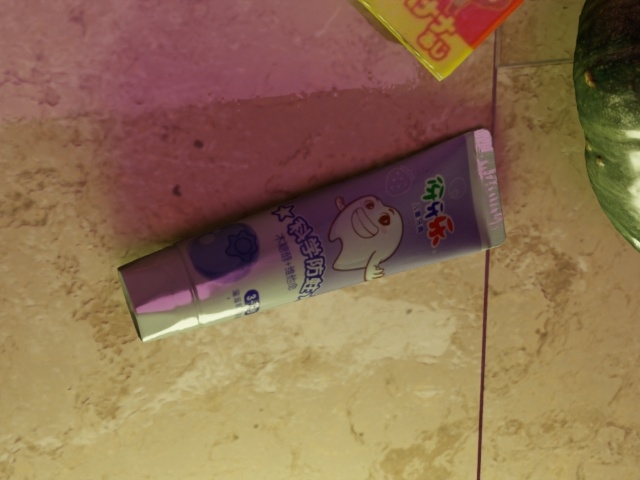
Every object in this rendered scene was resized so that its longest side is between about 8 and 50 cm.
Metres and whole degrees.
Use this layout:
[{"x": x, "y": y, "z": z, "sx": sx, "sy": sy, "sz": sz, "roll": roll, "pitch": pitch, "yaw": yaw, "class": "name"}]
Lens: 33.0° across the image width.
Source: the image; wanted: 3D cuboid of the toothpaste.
[{"x": 0.000, "y": 0.000, "z": 1.005, "sx": 0.371, "sy": 0.080, "sz": 0.125, "roll": -18, "pitch": 114, "yaw": -15, "class": "toothpaste"}]

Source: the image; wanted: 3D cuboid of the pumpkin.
[{"x": 0.371, "y": -0.120, "z": 0.940, "sx": 0.291, "sy": 0.257, "sz": 0.327, "roll": -55, "pitch": 133, "yaw": -27, "class": "pumpkin"}]

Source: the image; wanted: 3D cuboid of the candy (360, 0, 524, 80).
[{"x": 0.144, "y": -0.281, "z": 0.884, "sx": 0.146, "sy": 0.088, "sz": 0.276, "roll": 38, "pitch": 106, "yaw": -24, "class": "candy"}]
